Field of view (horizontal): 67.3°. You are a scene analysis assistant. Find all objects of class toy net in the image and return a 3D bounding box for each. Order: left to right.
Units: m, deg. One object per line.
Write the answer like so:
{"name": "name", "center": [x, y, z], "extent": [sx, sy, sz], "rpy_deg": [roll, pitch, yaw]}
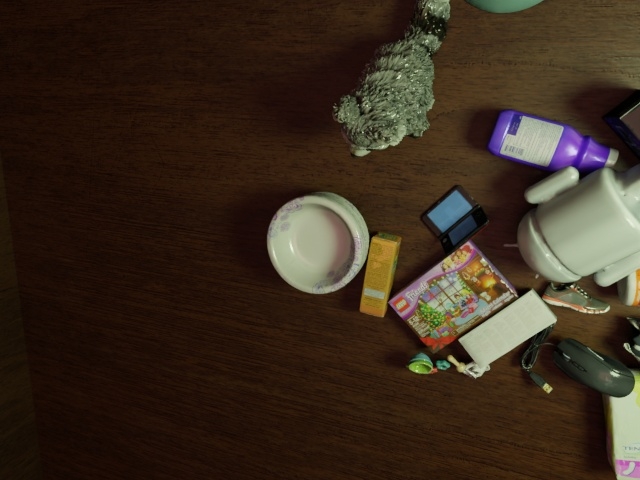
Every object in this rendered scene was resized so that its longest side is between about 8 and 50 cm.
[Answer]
{"name": "toy net", "center": [0.368, 0.376, 1.390], "extent": [0.233, 0.045, 0.122], "rpy_deg": [7, 139, 5]}

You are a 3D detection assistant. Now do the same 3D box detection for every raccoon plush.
{"name": "raccoon plush", "center": [0.159, -0.414, 1.140], "extent": [0.216, 0.299, 0.445], "rpy_deg": [12, 107, 17]}

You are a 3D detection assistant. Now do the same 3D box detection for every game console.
{"name": "game console", "center": [0.356, -0.054, 1.284], "extent": [0.085, 0.124, 0.144], "rpy_deg": [36, 116, -21]}

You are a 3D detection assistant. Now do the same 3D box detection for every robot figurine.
{"name": "robot figurine", "center": [0.612, -0.029, 1.110], "extent": [0.299, 0.200, 0.353], "rpy_deg": [52, 131, 1]}

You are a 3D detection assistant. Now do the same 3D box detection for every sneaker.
{"name": "sneaker", "center": [0.662, 0.144, 1.238], "extent": [0.158, 0.061, 0.064], "rpy_deg": [11, 100, 16]}
{"name": "sneaker", "center": [0.841, 0.207, 1.168], "extent": [0.153, 0.094, 0.234], "rpy_deg": [39, 100, 23]}

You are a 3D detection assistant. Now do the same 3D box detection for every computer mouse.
{"name": "computer mouse", "center": [0.642, 0.341, 1.242], "extent": [0.262, 0.060, 0.184], "rpy_deg": [38, 118, 36]}

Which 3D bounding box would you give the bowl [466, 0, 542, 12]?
{"name": "bowl", "center": [0.423, -0.681, 1.051], "extent": [0.312, 0.163, 0.311], "rpy_deg": [5, 106, 18]}

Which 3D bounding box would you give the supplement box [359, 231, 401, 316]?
{"name": "supplement box", "center": [0.173, 0.097, 1.391], "extent": [0.080, 0.078, 0.233], "rpy_deg": [11, 108, 17]}

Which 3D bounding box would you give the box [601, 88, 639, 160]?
{"name": "box", "center": [0.758, -0.203, 1.043], "extent": [0.103, 0.184, 0.261], "rpy_deg": [-42, 87, 26]}

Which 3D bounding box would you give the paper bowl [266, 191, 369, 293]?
{"name": "paper bowl", "center": [0.000, 0.000, 1.389], "extent": [0.285, 0.148, 0.283], "rpy_deg": [5, 106, 19]}

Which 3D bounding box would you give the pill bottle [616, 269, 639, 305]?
{"name": "pill bottle", "center": [0.835, 0.098, 1.128], "extent": [0.221, 0.121, 0.121], "rpy_deg": [0, 104, 20]}

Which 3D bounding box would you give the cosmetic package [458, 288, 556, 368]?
{"name": "cosmetic package", "center": [0.502, 0.238, 1.297], "extent": [0.239, 0.060, 0.098], "rpy_deg": [-41, 76, 22]}

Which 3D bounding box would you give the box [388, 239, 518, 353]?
{"name": "box", "center": [0.366, 0.159, 1.347], "extent": [0.293, 0.057, 0.201], "rpy_deg": [-43, 87, 24]}

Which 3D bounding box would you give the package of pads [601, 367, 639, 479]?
{"name": "package of pads", "center": [0.856, 0.473, 1.229], "extent": [0.229, 0.101, 0.296], "rpy_deg": [-5, 100, 21]}

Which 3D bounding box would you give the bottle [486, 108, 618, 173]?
{"name": "bottle", "center": [0.555, -0.228, 1.159], "extent": [0.283, 0.092, 0.118], "rpy_deg": [20, 108, 14]}
